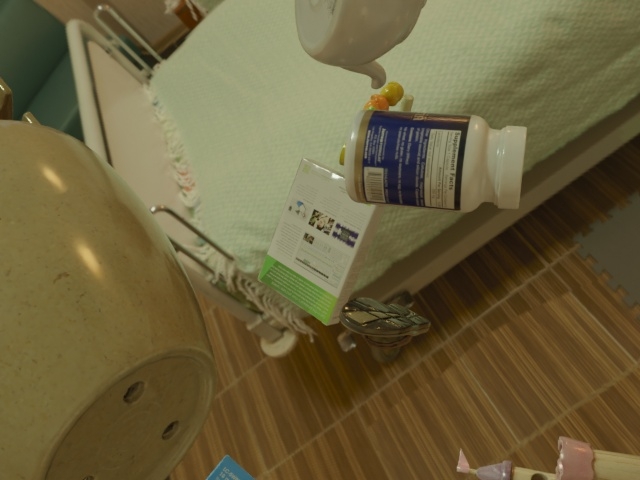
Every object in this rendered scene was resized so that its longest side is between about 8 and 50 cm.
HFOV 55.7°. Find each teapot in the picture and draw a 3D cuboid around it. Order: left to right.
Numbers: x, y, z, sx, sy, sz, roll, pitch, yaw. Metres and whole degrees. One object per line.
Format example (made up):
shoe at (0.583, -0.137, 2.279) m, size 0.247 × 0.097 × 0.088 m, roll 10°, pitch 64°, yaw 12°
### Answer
teapot at (0.080, -0.388, 0.923) m, size 0.256 × 0.187 × 0.253 m, roll 179°, pitch 90°, yaw -70°

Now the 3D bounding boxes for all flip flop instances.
flip flop at (0.128, 0.171, 1.182) m, size 0.112 × 0.277 × 0.080 m, roll 32°, pitch 100°, yaw 29°

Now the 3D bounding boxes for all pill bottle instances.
pill bottle at (0.181, -0.123, 0.952) m, size 0.264 × 0.153 × 0.153 m, roll 7°, pitch 65°, yaw 16°

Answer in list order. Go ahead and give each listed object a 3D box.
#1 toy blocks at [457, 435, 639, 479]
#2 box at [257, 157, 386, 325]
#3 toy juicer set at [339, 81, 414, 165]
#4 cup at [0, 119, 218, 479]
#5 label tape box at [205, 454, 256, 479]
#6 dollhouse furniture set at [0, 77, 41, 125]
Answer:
toy blocks at (0.313, 0.459, 0.847) m, size 0.260 × 0.309 × 0.289 m, roll 2°, pitch 53°, yaw 19°
box at (0.000, 0.000, 1.396) m, size 0.232 × 0.058 × 0.322 m, roll 30°, pitch 105°, yaw 31°
toy juicer set at (0.145, -0.296, 1.499) m, size 0.089 × 0.329 × 0.209 m, roll 25°, pitch 113°, yaw 17°
cup at (-0.226, 0.097, 0.507) m, size 0.237 × 0.331 × 0.331 m, roll 30°, pitch 81°, yaw 27°
label tape box at (-0.157, 0.493, 0.814) m, size 0.240 × 0.106 × 0.334 m, roll 35°, pitch 68°, yaw 14°
dollhouse furniture set at (-0.394, -0.022, 0.596) m, size 0.262 × 0.135 × 0.259 m, roll -29°, pitch 64°, yaw -38°
